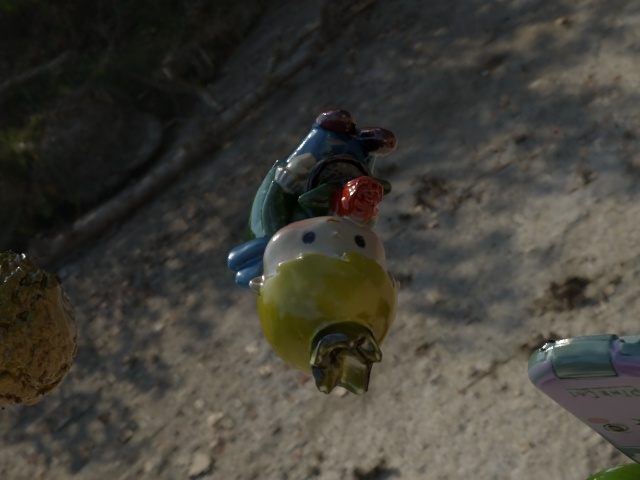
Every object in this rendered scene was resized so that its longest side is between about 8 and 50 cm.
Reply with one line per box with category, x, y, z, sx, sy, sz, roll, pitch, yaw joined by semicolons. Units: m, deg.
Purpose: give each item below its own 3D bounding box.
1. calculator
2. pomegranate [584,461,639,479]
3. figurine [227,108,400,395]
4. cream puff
calculator;0.281;0.138;0.931;0.141;0.246;0.045;-9;55;43
pomegranate;0.388;0.335;1.214;0.236;0.236;0.302;-57;-4;-42
figurine;0.014;0.004;0.894;0.185;0.127;0.234;-54;18;12
cream puff;-0.355;0.103;1.292;0.129;0.189;0.189;-2;36;28
